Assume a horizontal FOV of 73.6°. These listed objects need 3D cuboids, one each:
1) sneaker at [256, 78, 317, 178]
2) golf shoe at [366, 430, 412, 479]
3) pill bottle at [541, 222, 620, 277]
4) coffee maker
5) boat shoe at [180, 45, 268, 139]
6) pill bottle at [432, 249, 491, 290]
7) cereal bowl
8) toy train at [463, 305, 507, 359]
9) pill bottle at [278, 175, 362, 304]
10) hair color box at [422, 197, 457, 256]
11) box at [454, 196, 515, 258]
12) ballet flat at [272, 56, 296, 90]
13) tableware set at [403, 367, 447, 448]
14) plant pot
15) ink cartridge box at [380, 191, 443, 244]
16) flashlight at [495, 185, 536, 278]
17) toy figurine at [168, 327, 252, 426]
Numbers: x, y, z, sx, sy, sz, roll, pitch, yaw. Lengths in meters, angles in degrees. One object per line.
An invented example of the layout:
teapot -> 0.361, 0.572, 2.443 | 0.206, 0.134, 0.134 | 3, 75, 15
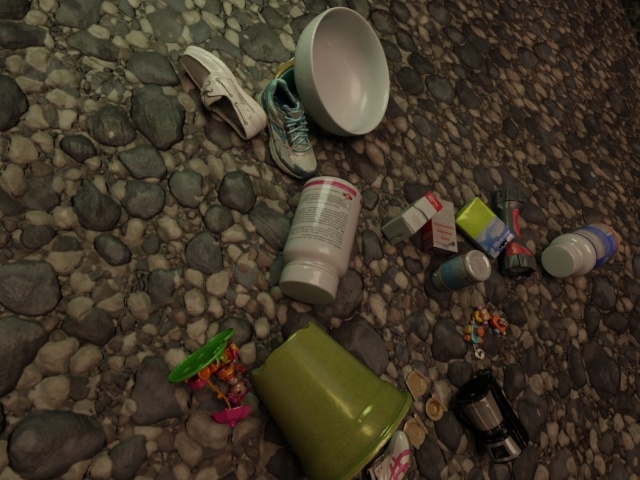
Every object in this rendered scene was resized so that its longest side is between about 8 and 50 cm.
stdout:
sneaker -> -0.085, -0.298, 1.138 | 0.110, 0.122, 0.283 | -23, 82, -31
golf shoe -> 0.151, 0.519, 0.965 | 0.086, 0.067, 0.186 | 30, 60, -11
pill bottle -> 0.891, 0.039, 1.474 | 0.272, 0.152, 0.152 | -17, 79, -30
coffee maker -> 0.456, 0.452, 1.113 | 0.171, 0.120, 0.178 | -27, 84, -33
boat shoe -> -0.261, -0.375, 1.096 | 0.277, 0.098, 0.096 | 43, 57, -7
pill bottle -> 0.389, 0.091, 1.198 | 0.087, 0.160, 0.087 | 10, 66, -23
cereal bowl -> 0.046, -0.466, 1.226 | 0.339, 0.141, 0.339 | -4, 95, -44
toy train -> 0.490, 0.260, 1.249 | 0.166, 0.046, 0.125 | -39, 90, -33
pill bottle -> 0.000, 0.000, 1.040 | 0.160, 0.160, 0.283 | 24, 61, -16
hair color box -> 0.359, -0.042, 1.299 | 0.093, 0.053, 0.167 | 13, 64, -23
box -> 0.515, -0.039, 1.356 | 0.178, 0.042, 0.109 | 42, 88, -7
ballet flat -> -0.080, -0.500, 1.263 | 0.073, 0.080, 0.232 | 33, 52, 21
tableware set -> 0.242, 0.420, 1.078 | 0.168, 0.020, 0.141 | -35, 88, -32
plant pot -> -0.001, 0.317, 0.877 | 0.254, 0.276, 0.276 | 46, 57, 10
ink cartridge box -> 0.260, -0.063, 1.224 | 0.150, 0.109, 0.063 | -37, 90, -33
flashlight -> 0.646, -0.031, 1.413 | 0.103, 0.103, 0.304 | 35, 54, -41
toy figurine -> -0.197, 0.293, 0.876 | 0.159, 0.130, 0.173 | 60, 32, -10
